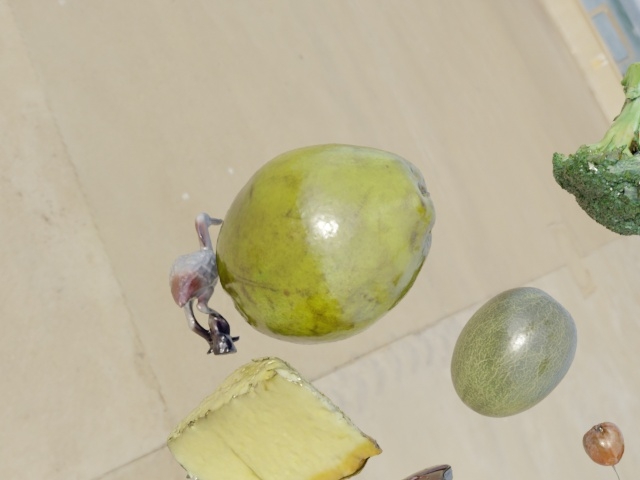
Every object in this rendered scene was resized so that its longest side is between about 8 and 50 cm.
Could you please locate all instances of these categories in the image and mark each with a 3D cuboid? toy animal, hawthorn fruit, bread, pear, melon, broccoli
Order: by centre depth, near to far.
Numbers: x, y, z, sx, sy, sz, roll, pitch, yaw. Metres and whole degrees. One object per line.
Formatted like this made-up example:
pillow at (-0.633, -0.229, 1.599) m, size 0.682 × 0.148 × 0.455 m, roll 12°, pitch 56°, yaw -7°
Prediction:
broccoli at (0.482, -0.139, 1.310) m, size 0.269 × 0.254 × 0.269 m, roll -13°, pitch 106°, yaw -54°
bread at (-0.086, 0.335, 1.363) m, size 0.248 × 0.279 × 0.315 m, roll 48°, pitch -7°, yaw 0°
hawthorn fruit at (0.473, 0.349, 1.405) m, size 0.103 × 0.066 × 0.067 m, roll 62°, pitch 24°, yaw -14°
pear at (0.000, 0.000, 1.485) m, size 0.352 × 0.413 × 0.352 m, roll 49°, pitch 21°, yaw -26°
toy animal at (-0.225, 0.061, 1.590) m, size 0.195 × 0.090 × 0.324 m, roll 54°, pitch 22°, yaw -59°
melon at (0.417, 0.246, 1.875) m, size 0.237 × 0.302 × 0.237 m, roll 38°, pitch 6°, yaw -5°

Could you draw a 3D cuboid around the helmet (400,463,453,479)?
helmet at (0.203, 0.524, 1.574) m, size 0.193 × 0.216 × 0.189 m, roll -17°, pitch 90°, yaw -38°
